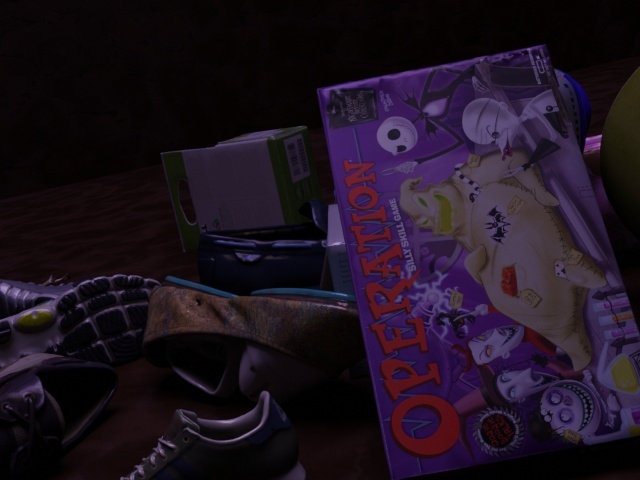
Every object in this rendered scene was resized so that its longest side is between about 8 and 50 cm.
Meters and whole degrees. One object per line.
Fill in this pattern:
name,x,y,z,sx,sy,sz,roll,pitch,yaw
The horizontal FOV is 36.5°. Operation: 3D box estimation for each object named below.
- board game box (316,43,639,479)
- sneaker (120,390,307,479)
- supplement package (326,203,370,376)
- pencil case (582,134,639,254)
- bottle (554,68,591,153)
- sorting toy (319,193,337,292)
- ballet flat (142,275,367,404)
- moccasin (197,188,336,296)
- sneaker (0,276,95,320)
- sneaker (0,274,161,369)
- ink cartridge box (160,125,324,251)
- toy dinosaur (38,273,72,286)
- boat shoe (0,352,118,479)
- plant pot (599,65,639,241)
board game box,0.125,0.010,0.785,0.208,0.347,0.056,-13,-25,5
sneaker,-0.110,0.172,0.755,0.192,0.086,0.064,-14,13,-11
supplement package,0.146,0.024,1.046,0.261,0.145,0.204,-10,13,3
pencil case,0.393,-0.068,1.169,0.386,0.167,0.160,-9,-6,19
bottle,0.226,-0.119,1.006,0.092,0.118,0.283,-4,14,23
sorting toy,0.104,-0.018,1.221,0.208,0.193,0.038,-17,45,-30
ballet flat,-0.067,0.105,0.963,0.123,0.123,0.348,-22,16,-39
moccasin,0.000,0.000,1.332,0.342,0.117,0.137,-15,14,-18
sneaker,-0.394,0.091,1.388,0.228,0.086,0.132,9,17,31
sneaker,-0.310,0.107,1.187,0.275,0.107,0.110,-14,4,-13
ink cartridge box,-0.131,-0.083,1.639,0.255,0.189,0.097,-2,17,36
toy dinosaur,-0.436,0.092,1.494,0.092,0.053,0.183,-24,3,17
boat shoe,-0.279,0.167,0.894,0.092,0.103,0.285,-13,6,16
plant pot,0.423,-0.027,0.872,0.274,0.275,0.293,-10,29,7
